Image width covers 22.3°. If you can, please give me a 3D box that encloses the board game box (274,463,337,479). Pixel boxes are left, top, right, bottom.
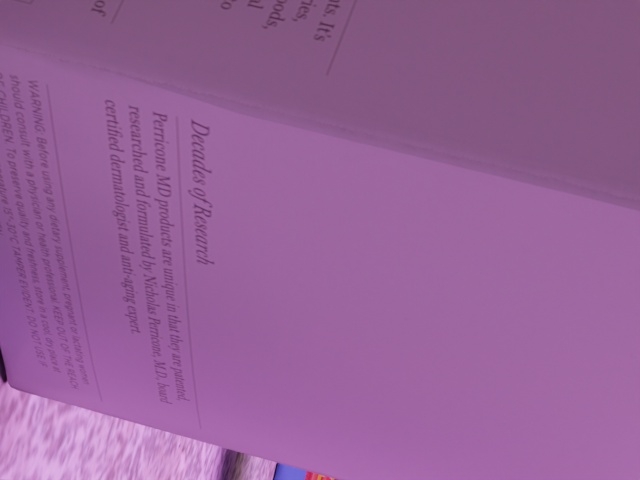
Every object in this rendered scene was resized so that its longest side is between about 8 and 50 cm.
[{"bbox_3d":[0.043,0.128,1.265,0.302,0.086,0.308,-9,113,-80],"label":"board game box"}]

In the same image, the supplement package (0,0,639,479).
[{"bbox_3d":[0.066,-0.031,0.469,0.175,0.293,0.177,92,16,-54],"label":"supplement package"}]
